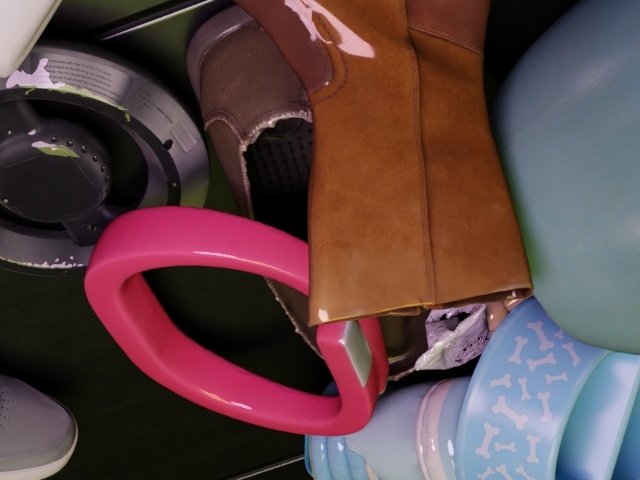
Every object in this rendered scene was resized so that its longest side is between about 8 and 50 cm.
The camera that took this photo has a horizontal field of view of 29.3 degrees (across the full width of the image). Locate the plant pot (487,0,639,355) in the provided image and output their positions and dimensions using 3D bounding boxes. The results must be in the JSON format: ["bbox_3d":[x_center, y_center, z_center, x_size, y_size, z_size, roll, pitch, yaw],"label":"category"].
[{"bbox_3d":[0.250,-0.053,0.825,0.235,0.293,0.293,-26,132,26],"label":"plant pot"}]

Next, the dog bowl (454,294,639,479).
[{"bbox_3d":[0.212,0.134,0.976,0.297,0.074,0.166,7,100,-56],"label":"dog bowl"}]

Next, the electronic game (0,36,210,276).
[{"bbox_3d":[-0.193,-0.052,0.875,0.229,0.048,0.229,-2,138,-2],"label":"electronic game"}]

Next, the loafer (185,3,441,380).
[{"bbox_3d":[0.000,0.000,0.909,0.134,0.130,0.366,-23,131,9],"label":"loafer"}]

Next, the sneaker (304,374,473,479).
[{"bbox_3d":[0.108,0.180,1.115,0.208,0.127,0.319,-6,163,32],"label":"sneaker"}]

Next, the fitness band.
[{"bbox_3d":[-0.059,0.067,0.911,0.209,0.054,0.291,10,152,16],"label":"fitness band"}]

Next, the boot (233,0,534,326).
[{"bbox_3d":[-0.010,-0.086,0.746,0.264,0.280,0.096,-1,170,-22],"label":"boot"}]

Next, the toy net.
[{"bbox_3d":[0.154,0.051,0.988,0.232,0.045,0.122,-22,152,-29],"label":"toy net"}]

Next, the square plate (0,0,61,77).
[{"bbox_3d":[-0.208,-0.271,0.573,0.347,0.049,0.344,25,113,-37],"label":"square plate"}]

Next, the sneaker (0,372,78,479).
[{"bbox_3d":[-0.306,0.089,0.935,0.295,0.124,0.178,17,135,-23],"label":"sneaker"}]
